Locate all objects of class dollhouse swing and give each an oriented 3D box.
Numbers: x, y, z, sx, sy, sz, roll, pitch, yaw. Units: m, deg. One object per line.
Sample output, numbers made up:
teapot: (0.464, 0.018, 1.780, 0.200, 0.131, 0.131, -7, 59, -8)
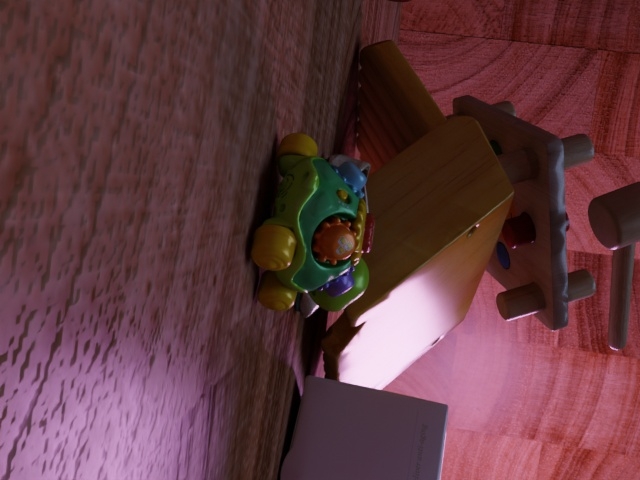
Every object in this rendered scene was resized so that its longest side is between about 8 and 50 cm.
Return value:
dollhouse swing: (0.047, -0.021, 0.910, 0.315, 0.305, 0.346, -36, 157, -16)

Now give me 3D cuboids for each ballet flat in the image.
ballet flat: (0.016, -0.008, 0.657, 0.057, 0.053, 0.168, 84, 16, -67)

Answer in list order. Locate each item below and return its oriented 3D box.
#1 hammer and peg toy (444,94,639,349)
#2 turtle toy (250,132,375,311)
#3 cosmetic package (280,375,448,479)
hammer and peg toy: (0.257, -0.018, 0.886, 0.361, 0.128, 0.265, -122, -161, -62)
turtle toy: (0.000, 0.000, 0.447, 0.130, 0.066, 0.095, 89, 11, -56)
cosmetic package: (0.042, 0.305, 0.828, 0.365, 0.155, 0.196, 87, 15, -66)
